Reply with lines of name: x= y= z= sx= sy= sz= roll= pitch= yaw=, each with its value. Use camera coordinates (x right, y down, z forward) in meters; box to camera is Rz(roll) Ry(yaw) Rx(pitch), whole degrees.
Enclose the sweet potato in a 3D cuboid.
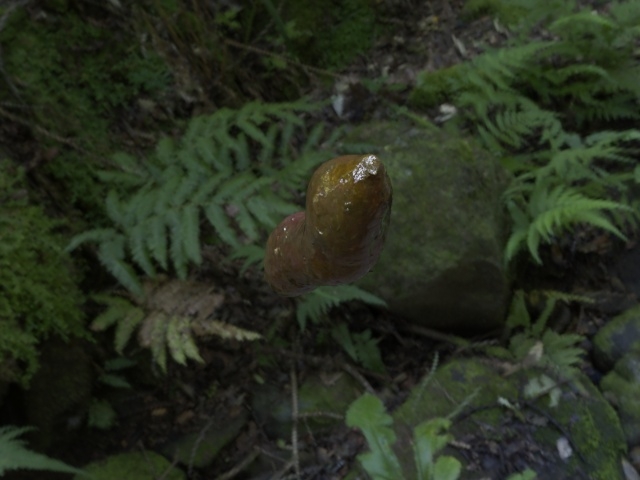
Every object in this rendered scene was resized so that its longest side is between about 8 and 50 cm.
sweet potato: x=0.002 y=0.003 z=0.571 sx=0.051 sy=0.218 sz=0.065 roll=-22 pitch=78 yaw=-25
